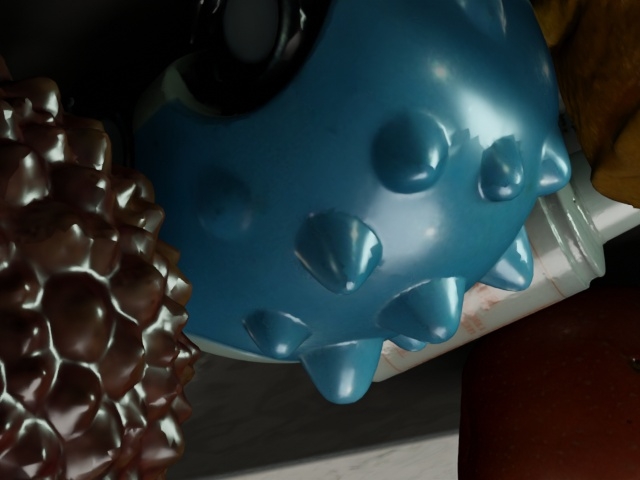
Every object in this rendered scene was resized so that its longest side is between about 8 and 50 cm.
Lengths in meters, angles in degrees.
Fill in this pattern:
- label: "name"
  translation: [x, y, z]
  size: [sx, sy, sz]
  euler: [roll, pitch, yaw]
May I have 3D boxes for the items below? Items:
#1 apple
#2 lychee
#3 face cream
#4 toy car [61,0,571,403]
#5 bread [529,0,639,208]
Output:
- label: "apple"
  translation: [0.208, 0.160, 1.384]
  size: [0.216, 0.260, 0.260]
  euler: [3, 158, 6]
- label: "lychee"
  translation: [-0.205, 0.071, 0.789]
  size: [0.330, 0.306, 0.306]
  euler: [-32, 155, 12]
- label: "face cream"
  translation: [0.121, -0.007, 1.130]
  size: [0.252, 0.101, 0.101]
  euler: [-25, 157, 13]
- label: "toy car"
  translation: [0.003, -0.023, 0.886]
  size: [0.188, 0.190, 0.255]
  euler: [3, 149, -47]
- label: "bread"
  translation: [0.208, -0.115, 0.883]
  size: [0.195, 0.142, 0.269]
  euler: [-22, 165, -24]
